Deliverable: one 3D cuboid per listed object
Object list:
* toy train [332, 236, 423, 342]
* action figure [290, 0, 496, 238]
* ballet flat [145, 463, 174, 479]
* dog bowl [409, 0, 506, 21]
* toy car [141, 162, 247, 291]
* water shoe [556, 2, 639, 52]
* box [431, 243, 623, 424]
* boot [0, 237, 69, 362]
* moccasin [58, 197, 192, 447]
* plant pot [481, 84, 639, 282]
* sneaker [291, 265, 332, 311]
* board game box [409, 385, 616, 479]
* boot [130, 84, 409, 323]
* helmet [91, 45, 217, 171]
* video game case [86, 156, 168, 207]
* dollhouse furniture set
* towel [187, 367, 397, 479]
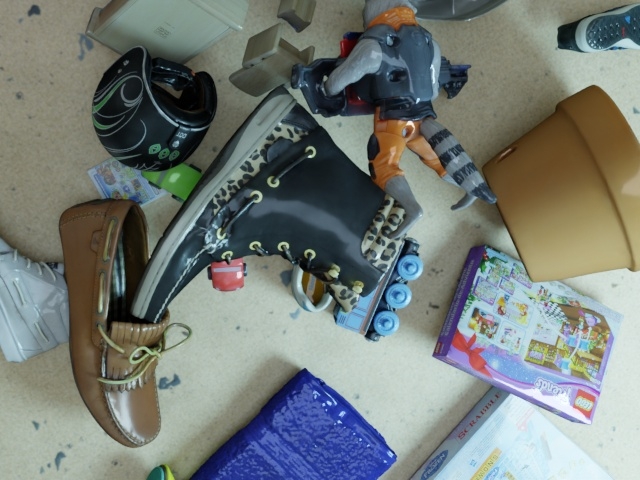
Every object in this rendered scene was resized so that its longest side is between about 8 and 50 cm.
[{"bbox_3d":[0.093,0.072,1.220,0.105,0.080,0.184,21,96,-7],"label":"toy train"},{"bbox_3d":[0.150,-0.199,1.060,0.341,0.178,0.330,-21,93,-35],"label":"action figure"},{"bbox_3d":[-0.273,0.471,1.240,0.077,0.077,0.231,18,100,-34],"label":"ballet flat"},{"bbox_3d":[0.164,-0.495,1.114,0.348,0.102,0.349,-2,100,-10],"label":"dog bowl"},{"bbox_3d":[-0.168,-0.065,1.136,0.225,0.053,0.239,29,89,-7],"label":"toy car"},{"bbox_3d":[0.464,-0.343,1.213,0.203,0.080,0.073,-12,107,-33],"label":"water shoe"},{"bbox_3d":[0.351,0.159,1.260,0.293,0.057,0.201,27,75,-13],"label":"box"},{"bbox_3d":[-0.447,0.047,1.125,0.123,0.095,0.258,-20,108,-16],"label":"boot"},{"bbox_3d":[-0.285,0.126,1.126,0.146,0.139,0.380,-1,94,26],"label":"moccasin"},{"bbox_3d":[0.379,-0.063,1.155,0.203,0.291,0.291,-24,104,11],"label":"plant pot"},{"bbox_3d":[0.000,0.000,1.182,0.087,0.092,0.229,1,99,-8],"label":"sneaker"},{"bbox_3d":[0.332,0.463,1.338,0.318,0.066,0.319,42,91,-14],"label":"board game box"},{"bbox_3d":[-0.061,0.009,1.062,0.284,0.138,0.377,36,80,-10],"label":"boot"},{"bbox_3d":[-0.240,-0.179,1.058,0.161,0.169,0.169,-26,108,39],"label":"helmet"},{"bbox_3d":[-0.282,-0.097,1.156,0.122,0.011,0.087,-28,104,-4],"label":"video game case"},{"bbox_3d":[-0.154,-0.400,1.097,0.286,0.198,0.304,27,63,-34],"label":"dollhouse furniture set"},{"bbox_3d":[-0.054,0.386,1.259,0.308,0.076,0.228,-44,97,1],"label":"towel"}]
